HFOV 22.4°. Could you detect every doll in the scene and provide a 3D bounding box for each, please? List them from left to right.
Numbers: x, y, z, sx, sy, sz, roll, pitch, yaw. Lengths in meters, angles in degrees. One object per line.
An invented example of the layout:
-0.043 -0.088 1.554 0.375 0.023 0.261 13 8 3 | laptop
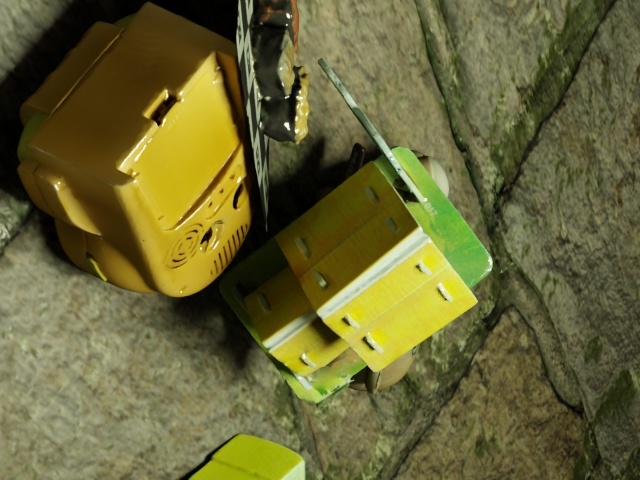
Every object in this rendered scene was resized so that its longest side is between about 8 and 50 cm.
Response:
0.070 0.038 2.146 0.174 0.235 0.330 5 95 -12 | doll

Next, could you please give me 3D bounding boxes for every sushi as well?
-0.045 -0.211 1.789 0.294 0.059 0.292 83 6 -54 | sushi

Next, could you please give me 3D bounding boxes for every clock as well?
-0.182 -0.072 1.755 0.244 0.200 0.317 -50 148 -22 | clock

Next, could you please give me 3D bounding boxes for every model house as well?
0.000 0.000 1.876 0.300 0.340 0.323 -37 -179 4 | model house

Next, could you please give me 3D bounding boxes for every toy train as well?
-0.121 0.466 2.119 0.237 0.150 0.369 -34 133 -49 | toy train

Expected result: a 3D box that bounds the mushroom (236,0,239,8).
-0.059 -0.409 1.898 0.026 0.028 0.286 14 94 -13 | mushroom
